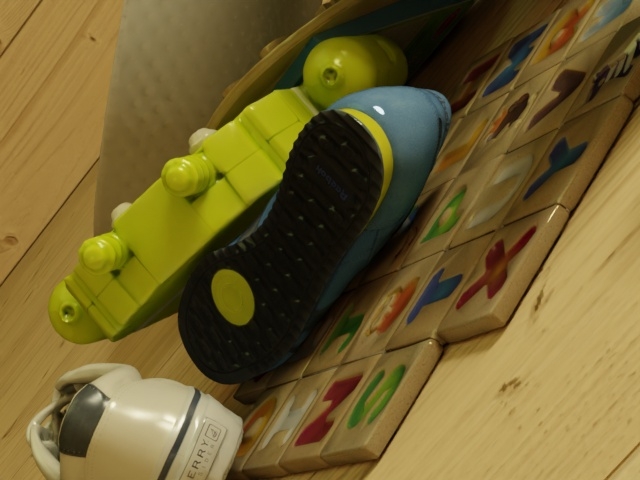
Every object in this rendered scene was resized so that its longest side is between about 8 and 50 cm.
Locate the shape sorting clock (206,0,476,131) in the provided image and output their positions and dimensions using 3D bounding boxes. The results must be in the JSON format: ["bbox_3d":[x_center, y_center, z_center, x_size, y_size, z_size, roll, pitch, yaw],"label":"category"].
[{"bbox_3d":[0.014,-0.116,1.185,0.206,0.040,0.206,-29,-14,-8],"label":"shape sorting clock"}]

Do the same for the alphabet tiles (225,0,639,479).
[{"bbox_3d":[0.054,-0.007,0.923,0.285,0.011,0.342,-58,11,-19],"label":"alphabet tiles"}]

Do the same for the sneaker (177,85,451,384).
[{"bbox_3d":[0.000,0.000,0.968,0.082,0.069,0.209,-25,-21,-47],"label":"sneaker"}]

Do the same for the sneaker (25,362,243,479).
[{"bbox_3d":[-0.106,0.103,1.006,0.094,0.091,0.258,-64,7,-16],"label":"sneaker"}]

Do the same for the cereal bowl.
[{"bbox_3d":[-0.078,-0.147,1.450,0.339,0.141,0.339,-171,90,-86],"label":"cereal bowl"}]

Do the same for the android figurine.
[{"bbox_3d":[-0.053,-0.023,1.082,0.248,0.056,0.273,-42,-7,19],"label":"android figurine"}]
